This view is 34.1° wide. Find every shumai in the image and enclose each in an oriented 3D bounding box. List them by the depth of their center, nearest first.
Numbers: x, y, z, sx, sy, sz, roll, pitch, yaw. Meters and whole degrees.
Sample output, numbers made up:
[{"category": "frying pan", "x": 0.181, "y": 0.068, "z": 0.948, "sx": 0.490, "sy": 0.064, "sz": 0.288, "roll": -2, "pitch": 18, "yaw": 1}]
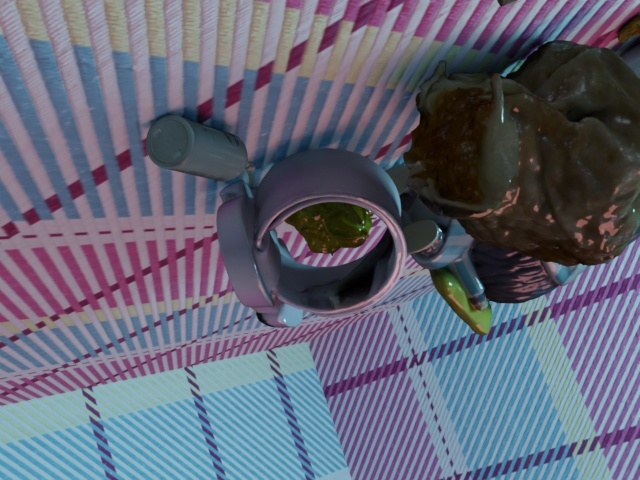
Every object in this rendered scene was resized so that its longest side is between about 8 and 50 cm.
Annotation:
[{"category": "shumai", "x": 0.197, "y": -0.068, "z": 1.183, "sx": 0.262, "sy": 0.267, "sz": 0.314, "roll": -16, "pitch": 164, "yaw": -28}]

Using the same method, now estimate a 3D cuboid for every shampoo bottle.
[{"category": "shampoo bottle", "x": -0.115, "y": -0.092, "z": 1.111, "sx": 0.056, "sy": 0.056, "sz": 0.195, "roll": -22, "pitch": 171, "yaw": 18}]

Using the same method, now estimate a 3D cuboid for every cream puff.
[{"category": "cream puff", "x": 0.020, "y": -0.034, "z": 1.505, "sx": 0.146, "sy": 0.116, "sz": 0.146, "roll": -21, "pitch": 169, "yaw": -4}]

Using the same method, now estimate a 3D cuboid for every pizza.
[{"category": "pizza", "x": 0.377, "y": -0.254, "z": 1.228, "sx": 0.037, "sy": 0.016, "sz": 0.083, "roll": -21, "pitch": 171, "yaw": -25}]

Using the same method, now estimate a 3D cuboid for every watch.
[{"category": "watch", "x": 0.000, "y": 0.000, "z": 1.370, "sx": 0.231, "sy": 0.196, "sz": 0.244, "roll": -18, "pitch": 126, "yaw": 8}]

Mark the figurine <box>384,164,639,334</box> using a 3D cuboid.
[{"category": "figurine", "x": 0.318, "y": -0.067, "z": 1.645, "sx": 0.378, "sy": 0.266, "sz": 0.361, "roll": -32, "pitch": 153, "yaw": 14}]

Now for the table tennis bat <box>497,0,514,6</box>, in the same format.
[{"category": "table tennis bat", "x": 0.280, "y": -0.269, "z": 0.972, "sx": 0.246, "sy": 0.022, "sz": 0.138, "roll": -20, "pitch": 170, "yaw": -4}]

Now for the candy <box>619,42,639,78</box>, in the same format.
[{"category": "candy", "x": 0.456, "y": -0.236, "z": 1.309, "sx": 0.138, "sy": 0.071, "sz": 0.174, "roll": -9, "pitch": 169, "yaw": -37}]
